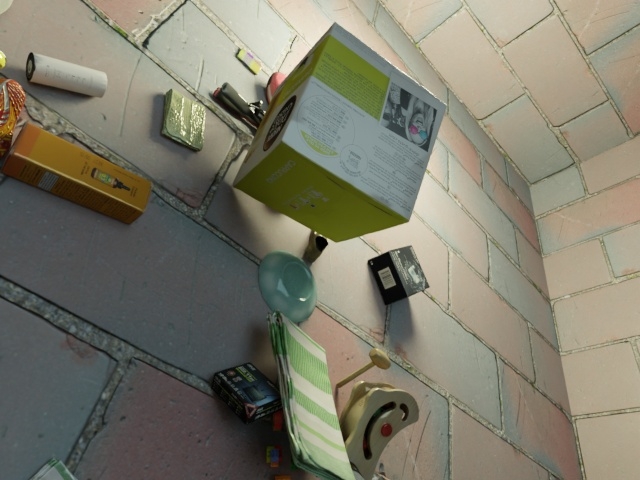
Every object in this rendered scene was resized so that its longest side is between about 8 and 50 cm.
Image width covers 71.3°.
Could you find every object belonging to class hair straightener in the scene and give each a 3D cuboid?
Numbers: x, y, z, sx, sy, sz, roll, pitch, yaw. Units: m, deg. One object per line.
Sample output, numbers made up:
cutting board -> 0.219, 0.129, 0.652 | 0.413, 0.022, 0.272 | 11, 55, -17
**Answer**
hair straightener -> -0.185, -0.349, 1.239 | 0.230, 0.089, 0.047 | 41, 60, -27

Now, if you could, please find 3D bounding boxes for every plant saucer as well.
plant saucer -> -0.068, 0.108, 1.128 | 0.194, 0.037, 0.195 | 26, 51, -37

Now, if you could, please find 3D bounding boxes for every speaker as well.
speaker -> -0.506, -0.330, 0.896 | 0.136, 0.055, 0.055 | 0, 68, -48

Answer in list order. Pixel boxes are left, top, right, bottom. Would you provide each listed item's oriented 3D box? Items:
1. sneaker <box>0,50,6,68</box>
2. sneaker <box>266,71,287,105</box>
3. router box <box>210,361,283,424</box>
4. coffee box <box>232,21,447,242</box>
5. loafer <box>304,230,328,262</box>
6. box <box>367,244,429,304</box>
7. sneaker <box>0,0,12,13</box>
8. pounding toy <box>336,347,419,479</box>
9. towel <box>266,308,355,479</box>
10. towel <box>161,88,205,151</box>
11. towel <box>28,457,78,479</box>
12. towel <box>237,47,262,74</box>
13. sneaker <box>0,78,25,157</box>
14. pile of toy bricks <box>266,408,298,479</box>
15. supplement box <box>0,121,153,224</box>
sneaker -> -0.624, -0.277, 0.725 | 0.208, 0.081, 0.094 | -27, 96, -46
sneaker -> -0.063, -0.394, 1.361 | 0.115, 0.136, 0.314 | -2, 69, -49
router box -> -0.141, 0.295, 0.873 | 0.122, 0.038, 0.092 | 29, 20, 36
coffee box -> 0.036, -0.229, 1.097 | 0.338, 0.337, 0.335 | 29, 69, -21
loafer -> 0.000, 0.000, 1.258 | 0.056, 0.050, 0.148 | 41, 43, -24
box -> 0.254, 0.108, 1.440 | 0.158, 0.093, 0.156 | -10, 75, -51
sneaker -> -0.648, -0.472, 0.796 | 0.151, 0.094, 0.256 | 28, 47, -30
pounding toy -> 0.124, 0.411, 1.076 | 0.154, 0.154, 0.270 | 35, 74, -22
towel -> -0.017, 0.324, 0.931 | 0.248, 0.038, 0.325 | 52, 14, -44
towel -> -0.331, -0.295, 1.091 | 0.110, 0.027, 0.148 | 21, 53, -40
towel -> -0.389, 0.396, 0.606 | 0.113, 0.023, 0.152 | 54, 39, -8
towel -> -0.220, -0.556, 1.388 | 0.083, 0.009, 0.060 | 37, 45, -26
sneaker -> -0.563, -0.195, 0.757 | 0.064, 0.067, 0.175 | 61, 36, -61
pile of toy bricks -> -0.046, 0.416, 0.876 | 0.117, 0.105, 0.213 | 1, 61, -9
supplement box -> -0.439, -0.115, 0.823 | 0.233, 0.080, 0.078 | 27, 50, -33
